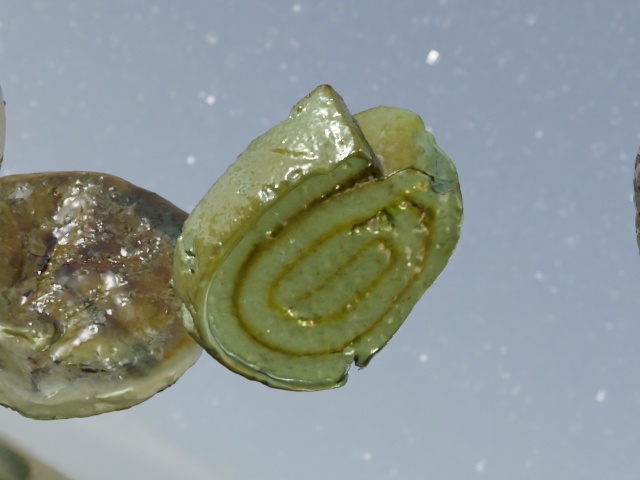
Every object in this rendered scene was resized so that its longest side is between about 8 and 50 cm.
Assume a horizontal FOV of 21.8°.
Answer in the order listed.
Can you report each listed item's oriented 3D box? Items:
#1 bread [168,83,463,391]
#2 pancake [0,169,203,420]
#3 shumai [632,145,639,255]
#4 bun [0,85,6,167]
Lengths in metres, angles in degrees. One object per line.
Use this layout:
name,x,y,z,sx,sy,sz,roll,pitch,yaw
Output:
bread,0.000,0.000,0.817,0.117,0.156,0.064,37,10,-37
pancake,-0.297,0.051,1.951,0.387,0.387,0.082,27,-43,16
shumai,0.321,-0.021,1.149,0.166,0.175,0.206,16,-60,49
bun,-0.419,-0.105,1.397,0.299,0.299,0.165,30,30,2
